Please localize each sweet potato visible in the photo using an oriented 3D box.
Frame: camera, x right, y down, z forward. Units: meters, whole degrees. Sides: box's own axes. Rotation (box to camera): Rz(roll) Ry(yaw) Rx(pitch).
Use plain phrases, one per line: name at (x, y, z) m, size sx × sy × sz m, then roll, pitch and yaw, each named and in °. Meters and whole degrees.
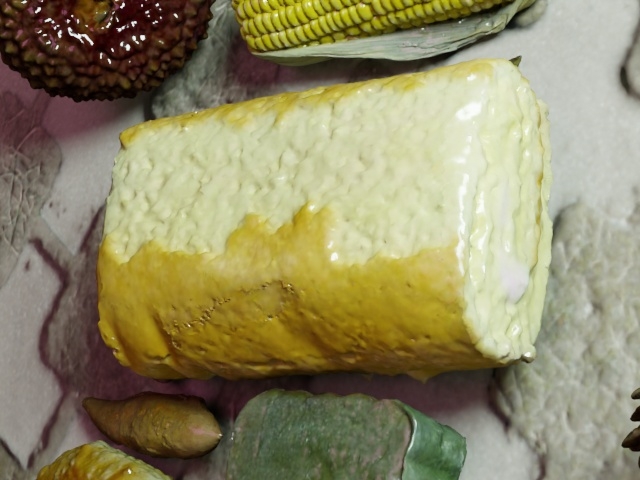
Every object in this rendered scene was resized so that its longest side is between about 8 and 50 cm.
sweet potato at (-0.151, 0.165, 1.098) m, size 0.206 × 0.060 × 0.068 m, roll 1°, pitch 35°, yaw 40°

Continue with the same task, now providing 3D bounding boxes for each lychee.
lychee at (-0.227, -0.280, 1.237) m, size 0.271 × 0.271 × 0.271 m, roll -16°, pitch 62°, yaw 32°

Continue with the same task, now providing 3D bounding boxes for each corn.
corn at (0.060, -0.234, 1.072) m, size 0.305 × 0.122 × 0.123 m, roll -6°, pitch 40°, yaw 34°

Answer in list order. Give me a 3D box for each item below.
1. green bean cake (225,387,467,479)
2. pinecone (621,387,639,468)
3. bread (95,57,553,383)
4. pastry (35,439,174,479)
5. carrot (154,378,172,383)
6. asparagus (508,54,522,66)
green bean cake at (0.015, 0.211, 0.919) m, size 0.173 × 0.094 × 0.181 m, roll -2°, pitch 71°, yaw 38°
pinecone at (0.281, 0.128, 0.698) m, size 0.179 × 0.184 × 0.205 m, roll -27°, pitch 79°, yaw -1°
bread at (0.000, 0.000, 0.976) m, size 0.375 × 0.165 × 0.237 m, roll -7°, pitch 69°, yaw 34°
pastry at (-0.197, 0.276, 1.059) m, size 0.192 × 0.093 × 0.182 m, roll 16°, pitch 84°, yaw 41°
carrot at (-0.133, 0.030, 1.152) m, size 0.048 × 0.048 × 0.216 m, roll -9°, pitch 61°, yaw 35°
asparagus at (0.106, -0.117, 1.044) m, size 0.163 × 0.016 × 0.016 m, roll -28°, pitch 30°, yaw 26°
